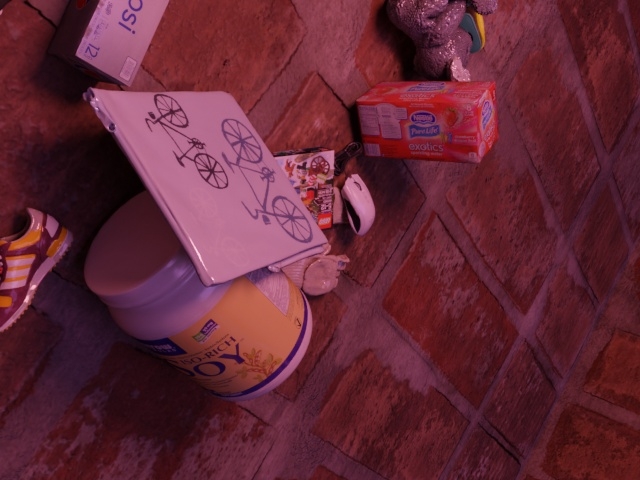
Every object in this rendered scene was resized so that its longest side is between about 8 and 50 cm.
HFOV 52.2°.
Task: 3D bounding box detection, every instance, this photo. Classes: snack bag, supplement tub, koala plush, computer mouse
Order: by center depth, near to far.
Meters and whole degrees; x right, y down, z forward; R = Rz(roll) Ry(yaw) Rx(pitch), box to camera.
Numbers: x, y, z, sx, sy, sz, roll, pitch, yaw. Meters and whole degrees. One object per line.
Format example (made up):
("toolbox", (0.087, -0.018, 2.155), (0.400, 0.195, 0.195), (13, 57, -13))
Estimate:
("snack bag", (-0.149, -0.086, 0.968), (0.323, 0.037, 0.343), (57, 28, 5))
("supplement tub", (-0.186, 0.089, 1.054), (0.241, 0.241, 0.331), (-55, 134, -16))
("koala plush", (0.244, -0.422, 1.353), (0.203, 0.196, 0.221), (-25, 124, -14))
("computer mouse", (0.078, -0.101, 1.358), (0.106, 0.042, 0.192), (-43, 120, -46))

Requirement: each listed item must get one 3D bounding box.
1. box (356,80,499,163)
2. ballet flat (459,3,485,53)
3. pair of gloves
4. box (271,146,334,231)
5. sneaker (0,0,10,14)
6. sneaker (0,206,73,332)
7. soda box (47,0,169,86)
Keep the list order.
("box", (0.216, -0.243, 1.315), (0.122, 0.257, 0.128), (-45, 133, -44))
("ballet flat", (0.327, -0.535, 1.477), (0.231, 0.077, 0.077), (61, 40, -42))
("pair of gloves", (0.000, 0.000, 1.354), (0.204, 0.042, 0.240), (10, 98, -47))
("box", (-0.083, -0.081, 1.207), (0.233, 0.044, 0.159), (-12, 112, -30))
("sneaker", (-0.461, -0.254, 0.763), (0.331, 0.122, 0.146), (-37, 146, -31))
("sneaker", (-0.436, 0.041, 0.920), (0.084, 0.070, 0.185), (43, 67, -35))
("soda box", (-0.267, -0.365, 0.913), (0.091, 0.098, 0.286), (27, 85, -46))
